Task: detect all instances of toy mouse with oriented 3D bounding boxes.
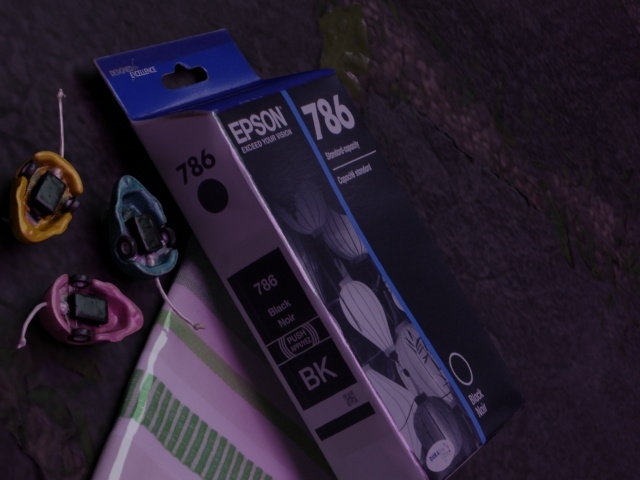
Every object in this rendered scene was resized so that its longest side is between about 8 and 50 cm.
[{"bbox_3d":[-0.127,0.016,0.919,0.143,0.031,0.161,38,47,-28],"label":"toy mouse"}]

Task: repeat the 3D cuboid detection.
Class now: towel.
[{"bbox_3d":[-0.032,0.180,0.939,0.248,0.038,0.325,43,43,-24],"label":"towel"}]

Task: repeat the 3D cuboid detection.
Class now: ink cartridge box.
[{"bbox_3d":[0.000,0.000,1.016,0.333,0.065,0.165,58,32,2],"label":"ink cartridge box"}]
